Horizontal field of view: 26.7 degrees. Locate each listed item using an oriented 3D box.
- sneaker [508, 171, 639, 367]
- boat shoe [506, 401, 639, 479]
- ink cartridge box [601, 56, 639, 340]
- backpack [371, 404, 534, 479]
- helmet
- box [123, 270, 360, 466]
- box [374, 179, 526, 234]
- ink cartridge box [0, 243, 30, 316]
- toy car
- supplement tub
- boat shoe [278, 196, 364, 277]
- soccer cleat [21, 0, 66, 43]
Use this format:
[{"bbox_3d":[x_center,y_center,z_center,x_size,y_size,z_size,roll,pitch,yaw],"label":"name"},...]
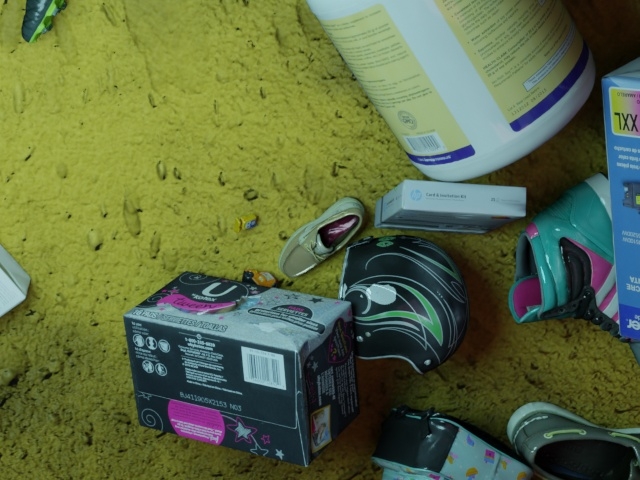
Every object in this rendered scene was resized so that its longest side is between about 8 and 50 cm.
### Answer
[{"bbox_3d":[0.335,0.079,1.716,0.178,0.124,0.295,-25,106,0],"label":"sneaker"},{"bbox_3d":[0.403,0.307,1.840,0.305,0.091,0.109,17,110,-13],"label":"boat shoe"},{"bbox_3d":[0.475,-0.041,1.599,0.270,0.151,0.395,-29,122,-39],"label":"ink cartridge box"},{"bbox_3d":[0.177,0.310,1.773,0.188,0.166,0.144,23,75,-24],"label":"backpack"},{"bbox_3d":[0.106,0.078,1.676,0.161,0.169,0.169,7,113,6],"label":"helmet"},{"bbox_3d":[-0.093,0.148,1.638,0.247,0.142,0.163,9,116,28],"label":"box"},{"bbox_3d":[0.151,-0.038,1.620,0.145,0.186,0.038,3,84,-7],"label":"box"},{"bbox_3d":[-0.473,0.073,1.663,0.198,0.067,0.115,-34,112,7],"label":"ink cartridge box"},{"bbox_3d":[-0.073,0.027,1.693,0.040,0.060,0.122,-22,125,-31],"label":"toy car"},{"bbox_3d":[0.130,-0.259,1.490,0.241,0.241,0.331,-32,112,8],"label":"supplement tub"},{"bbox_3d":[0.000,0.000,1.692,0.050,0.045,0.135,41,104,-20],"label":"boat shoe"},{"bbox_3d":[-0.311,-0.312,1.525,0.072,0.060,0.179,23,103,-5],"label":"soccer cleat"}]
